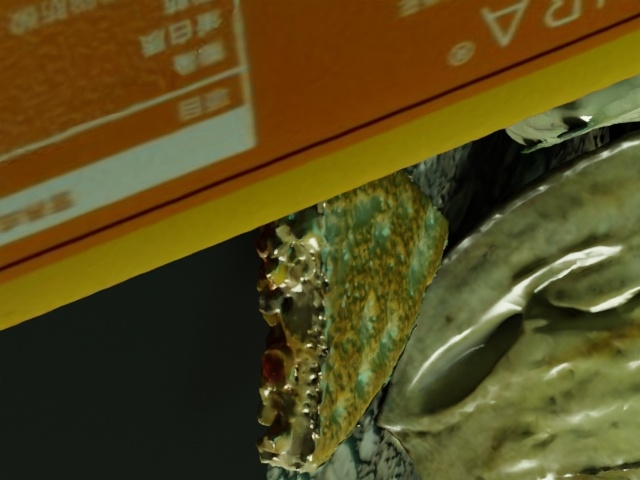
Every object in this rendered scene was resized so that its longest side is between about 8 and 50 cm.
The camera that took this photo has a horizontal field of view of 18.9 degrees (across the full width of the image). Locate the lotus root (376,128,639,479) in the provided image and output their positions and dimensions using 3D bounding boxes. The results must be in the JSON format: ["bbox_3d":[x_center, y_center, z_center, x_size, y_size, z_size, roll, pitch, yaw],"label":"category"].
[{"bbox_3d":[0.191,0.051,1.157,0.314,0.210,0.142,-34,174,28],"label":"lotus root"}]

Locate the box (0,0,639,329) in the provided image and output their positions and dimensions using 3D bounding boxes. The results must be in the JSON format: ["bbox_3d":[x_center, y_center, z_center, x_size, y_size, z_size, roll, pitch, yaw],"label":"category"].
[{"bbox_3d":[-0.066,-0.143,0.409,0.283,0.259,0.214,-21,136,-16],"label":"box"}]

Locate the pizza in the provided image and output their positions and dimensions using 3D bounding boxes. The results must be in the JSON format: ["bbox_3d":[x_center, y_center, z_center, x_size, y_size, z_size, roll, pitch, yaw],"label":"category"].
[{"bbox_3d":[0.000,0.000,0.960,0.199,0.062,0.188,79,31,-41],"label":"pizza"}]

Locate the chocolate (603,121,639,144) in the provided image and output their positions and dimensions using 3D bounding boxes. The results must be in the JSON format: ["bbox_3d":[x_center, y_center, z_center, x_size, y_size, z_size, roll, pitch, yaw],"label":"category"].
[{"bbox_3d":[0.303,-0.047,1.273,0.186,0.283,0.283,-33,142,-21],"label":"chocolate"}]

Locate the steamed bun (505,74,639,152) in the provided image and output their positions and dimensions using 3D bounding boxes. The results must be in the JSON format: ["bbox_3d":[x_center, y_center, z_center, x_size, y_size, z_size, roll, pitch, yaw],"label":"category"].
[{"bbox_3d":[0.203,-0.178,0.992,0.280,0.268,0.207,-14,88,-33],"label":"steamed bun"}]

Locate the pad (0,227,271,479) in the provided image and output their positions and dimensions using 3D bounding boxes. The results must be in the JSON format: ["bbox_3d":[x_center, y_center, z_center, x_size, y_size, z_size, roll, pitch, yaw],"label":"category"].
[{"bbox_3d":[-0.089,0.063,0.923,0.247,0.007,0.367,-36,142,-44],"label":"pad"}]
